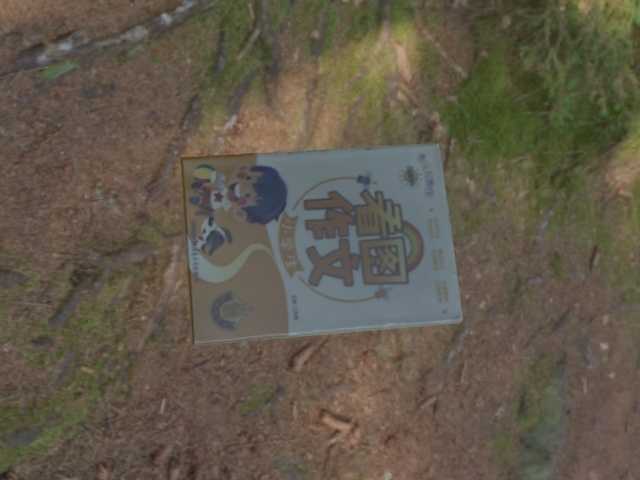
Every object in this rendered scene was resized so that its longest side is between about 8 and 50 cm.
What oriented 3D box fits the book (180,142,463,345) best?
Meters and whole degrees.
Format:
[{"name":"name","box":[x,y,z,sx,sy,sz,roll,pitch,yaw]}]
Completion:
[{"name":"book","box":[0.000,0.000,0.801,0.295,0.020,0.208,-5,78,-7]}]
